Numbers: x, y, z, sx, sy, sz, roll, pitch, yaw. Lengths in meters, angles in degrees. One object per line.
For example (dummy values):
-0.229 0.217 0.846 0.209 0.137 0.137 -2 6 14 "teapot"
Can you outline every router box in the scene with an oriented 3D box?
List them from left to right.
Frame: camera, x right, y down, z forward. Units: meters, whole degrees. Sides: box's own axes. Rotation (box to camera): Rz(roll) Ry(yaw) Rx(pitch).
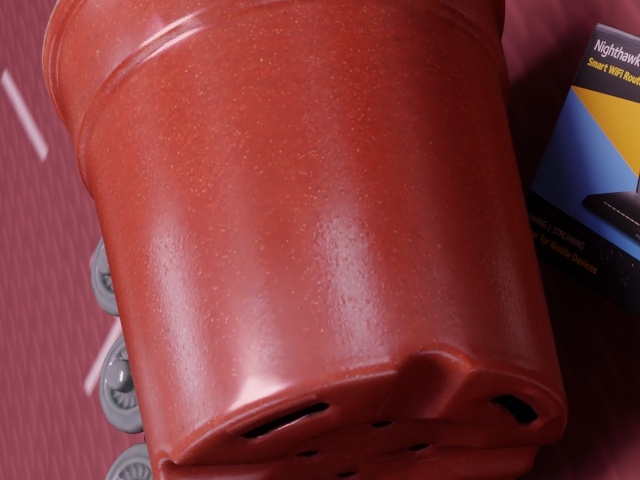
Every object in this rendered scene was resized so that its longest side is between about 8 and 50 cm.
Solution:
0.190 -0.024 0.644 0.179 0.046 0.133 36 110 51 "router box"

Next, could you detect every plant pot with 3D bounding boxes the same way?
0.000 0.000 0.663 0.272 0.272 0.265 -42 48 39 "plant pot"

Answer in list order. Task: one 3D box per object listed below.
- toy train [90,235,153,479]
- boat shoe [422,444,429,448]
-0.055 0.087 0.874 0.190 0.142 0.334 -26 59 33 "toy train"
0.051 0.214 0.746 0.078 0.070 0.219 40 115 54 "boat shoe"
